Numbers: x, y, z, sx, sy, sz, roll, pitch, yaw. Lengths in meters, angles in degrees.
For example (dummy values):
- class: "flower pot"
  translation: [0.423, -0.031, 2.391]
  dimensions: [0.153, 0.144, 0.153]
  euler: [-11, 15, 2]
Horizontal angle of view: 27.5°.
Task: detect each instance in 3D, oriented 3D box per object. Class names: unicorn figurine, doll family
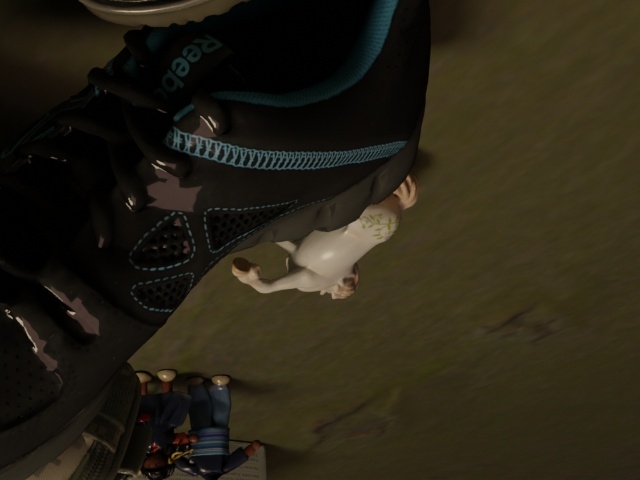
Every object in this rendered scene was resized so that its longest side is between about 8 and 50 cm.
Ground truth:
- class: "unicorn figurine"
  translation: [0.000, 0.000, 0.796]
  dimensions: [0.111, 0.060, 0.162]
  euler: [15, 150, -36]
- class: "doll family"
  translation: [-0.150, 0.175, 1.113]
  dimensions: [0.193, 0.111, 0.076]
  euler: [-9, 156, 12]

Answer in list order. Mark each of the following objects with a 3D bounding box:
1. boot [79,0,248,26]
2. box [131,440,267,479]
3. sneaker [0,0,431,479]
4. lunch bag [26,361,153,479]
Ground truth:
- class: "boot"
  translation: [-0.040, -0.161, 0.403]
  dimensions: [0.190, 0.076, 0.208]
  euler: [-23, 159, 12]
- class: "box"
  translation: [-0.174, 0.279, 1.340]
  dimensions: [0.182, 0.119, 0.181]
  euler: [12, 152, -33]
- class: "sneaker"
  translation: [-0.089, -0.024, 0.532]
  dimensions: [0.341, 0.125, 0.139]
  euler: [-39, 160, -26]
- class: "lunch bag"
  translation: [-0.270, 0.067, 0.659]
  dimensions: [0.305, 0.212, 0.256]
  euler: [40, 125, -23]
